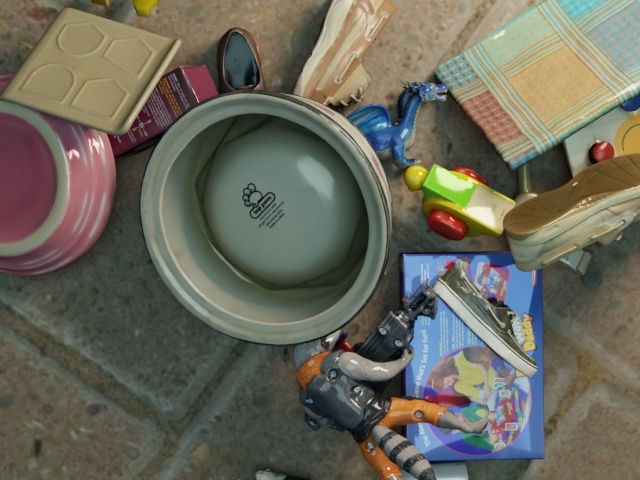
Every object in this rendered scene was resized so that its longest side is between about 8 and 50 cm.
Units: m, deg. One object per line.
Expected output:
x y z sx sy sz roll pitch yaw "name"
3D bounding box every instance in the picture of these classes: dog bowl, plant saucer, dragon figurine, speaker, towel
-0.070 -0.048 1.826 0.407 0.150 0.408 6 110 17 "dog bowl"
-0.495 -0.103 1.865 0.332 0.084 0.332 2 98 17 "plant saucer"
0.080 -0.177 1.924 0.289 0.085 0.144 -17 92 1 "dragon figurine"
0.181 0.407 1.964 0.136 0.055 0.055 -4 92 -1 "speaker"
0.397 -0.294 1.873 0.370 0.040 0.271 -32 50 0 "towel"

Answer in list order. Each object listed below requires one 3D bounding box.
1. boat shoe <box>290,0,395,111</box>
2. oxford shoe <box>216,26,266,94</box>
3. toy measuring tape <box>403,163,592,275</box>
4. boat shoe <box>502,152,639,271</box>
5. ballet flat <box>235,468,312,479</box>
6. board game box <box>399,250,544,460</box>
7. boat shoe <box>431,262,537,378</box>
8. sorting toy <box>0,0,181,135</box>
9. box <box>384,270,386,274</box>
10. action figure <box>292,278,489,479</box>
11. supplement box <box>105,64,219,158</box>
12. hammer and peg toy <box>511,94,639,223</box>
0.027 -0.270 1.905 0.116 0.123 0.325 24 93 -4 "boat shoe"
-0.127 -0.216 1.911 0.096 0.098 0.272 -12 93 -2 "oxford shoe"
0.281 -0.029 1.900 0.330 0.121 0.121 29 91 0 "toy measuring tape"
0.431 -0.044 1.814 0.302 0.109 0.098 -25 122 -8 "boat shoe"
-0.112 0.429 1.952 0.203 0.074 0.074 -24 93 2 "ballet flat"
0.253 0.191 1.946 0.233 0.078 0.347 -1 92 -1 "board game box"
0.279 0.130 1.866 0.219 0.078 0.070 45 92 -1 "boat shoe"
-0.342 -0.300 1.848 0.229 0.041 0.307 16 56 14 "sorting toy"
0.000 0.000 1.962 0.201 0.021 0.165 -12 93 -2 "box"
0.097 0.235 1.836 0.330 0.178 0.341 36 113 16 "action figure"
-0.265 -0.208 1.878 0.188 0.104 0.081 -25 91 20 "supplement box"
0.476 -0.154 1.914 0.361 0.127 0.266 -15 92 -1 "hammer and peg toy"
